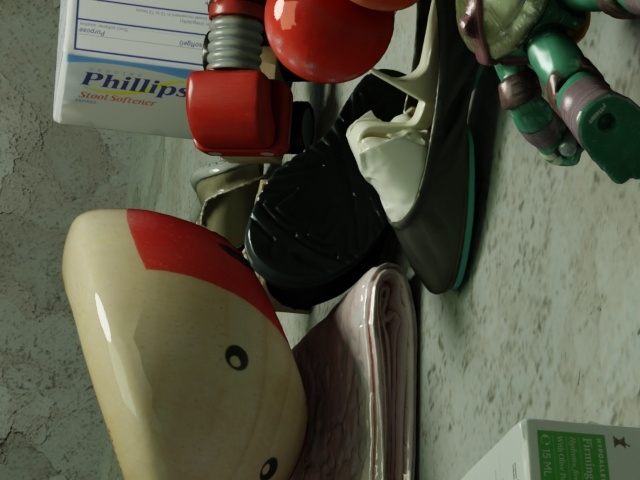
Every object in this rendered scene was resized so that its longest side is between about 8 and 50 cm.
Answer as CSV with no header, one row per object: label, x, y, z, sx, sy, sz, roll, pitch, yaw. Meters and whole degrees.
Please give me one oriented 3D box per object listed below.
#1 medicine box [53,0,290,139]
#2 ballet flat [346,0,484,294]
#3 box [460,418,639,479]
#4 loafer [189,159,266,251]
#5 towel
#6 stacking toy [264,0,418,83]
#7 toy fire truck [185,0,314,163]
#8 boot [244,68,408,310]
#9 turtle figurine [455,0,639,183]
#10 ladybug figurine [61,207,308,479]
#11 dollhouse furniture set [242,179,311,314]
medicine box,-0.180,-0.282,1.971,0.149,0.263,0.289,116,157,-57
ballet flat,0.072,-0.101,1.182,0.095,0.096,0.280,-138,55,-73
box,0.130,0.157,0.839,0.102,0.087,0.101,120,153,-59
loafer,-0.103,-0.037,1.961,0.251,0.094,0.087,108,140,-73
towel,0.012,0.212,1.402,0.332,0.053,0.317,132,143,-67
stacking toy,0.062,-0.225,1.033,0.330,0.141,0.141,-55,29,38
toy fire truck,-0.069,-0.203,1.637,0.246,0.158,0.217,32,-118,-72
boot,0.000,0.000,1.327,0.246,0.094,0.207,-57,-7,-40
turtle figurine,0.134,-0.124,0.909,0.234,0.118,0.175,-127,45,-63
ladybug figurine,-0.118,0.108,1.430,0.449,0.162,0.305,-133,26,-71
dollhouse furniture set,-0.090,-0.023,1.695,0.182,0.161,0.101,-105,24,-55
